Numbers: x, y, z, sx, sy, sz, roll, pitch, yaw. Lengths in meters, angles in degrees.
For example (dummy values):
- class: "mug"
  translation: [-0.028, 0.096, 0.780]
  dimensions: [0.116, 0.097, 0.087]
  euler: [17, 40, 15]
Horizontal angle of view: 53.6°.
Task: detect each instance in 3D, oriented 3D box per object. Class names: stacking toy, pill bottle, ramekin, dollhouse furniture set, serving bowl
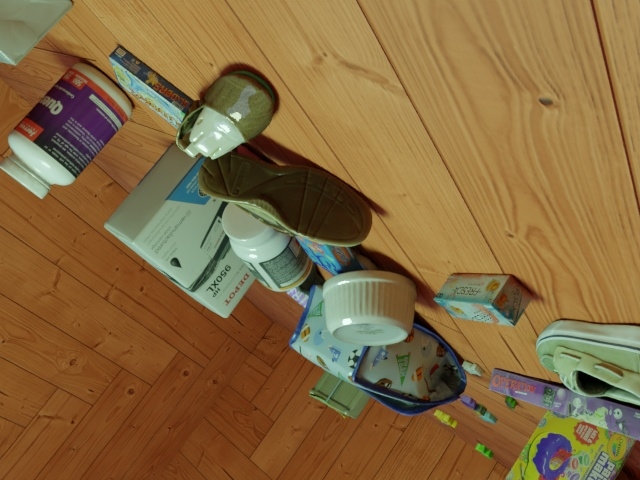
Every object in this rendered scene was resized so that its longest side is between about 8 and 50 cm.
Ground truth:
- class: "stacking toy"
  translation: [0.408, 0.440, 1.646]
  dimensions: [0.221, 0.167, 0.052]
  euler: [42, 161, -23]
- class: "pill bottle"
  translation: [-0.627, -0.265, 1.554]
  dimensions: [0.181, 0.323, 0.181]
  euler: [34, 166, 9]
- class: "pill bottle"
  translation: [-0.128, 0.004, 1.554]
  dimensions: [0.162, 0.162, 0.278]
  euler: [30, 164, 28]
- class: "ramekin"
  translation: [0.105, 0.153, 1.367]
  dimensions: [0.207, 0.109, 0.207]
  euler: [3, 155, 1]
- class: "dollhouse furniture set"
  translation: [0.141, 0.441, 2.042]
  dimensions: [0.197, 0.302, 0.151]
  euler: [17, 154, 49]
- class: "serving bowl"
  translation: [0.105, 0.059, 1.422]
  dimensions: [0.083, 0.027, 0.083]
  euler: [43, 166, 13]

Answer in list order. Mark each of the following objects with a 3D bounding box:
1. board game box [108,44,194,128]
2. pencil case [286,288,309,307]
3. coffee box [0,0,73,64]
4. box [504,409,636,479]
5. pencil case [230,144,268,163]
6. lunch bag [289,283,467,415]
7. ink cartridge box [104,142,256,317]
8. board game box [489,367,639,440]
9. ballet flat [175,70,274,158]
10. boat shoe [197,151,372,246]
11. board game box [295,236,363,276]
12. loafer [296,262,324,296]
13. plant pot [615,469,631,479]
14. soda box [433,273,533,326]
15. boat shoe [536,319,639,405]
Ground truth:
- class: "board game box"
  translation: [-0.339, -0.303, 1.316]
  dimensions: [0.201, 0.035, 0.136]
  euler: [37, 167, 0]
- class: "pencil case"
  translation: [-0.028, 0.186, 2.091]
  dimensions: [0.206, 0.086, 0.088]
  euler: [37, 134, -9]
- class: "coffee box"
  translation: [-0.639, -0.458, 1.270]
  dimensions: [0.297, 0.168, 0.119]
  euler: [23, 161, 48]
- class: "box"
  translation: [0.521, 0.528, 1.395]
  dimensions: [0.177, 0.290, 0.279]
  euler: [31, 165, 26]
- class: "pencil case"
  translation: [-0.130, -0.114, 1.291]
  dimensions: [0.209, 0.098, 0.095]
  euler: [34, 166, 8]
- class: "lunch bag"
  translation: [0.164, 0.303, 1.702]
  dimensions: [0.385, 0.239, 0.327]
  euler: [27, 174, -34]
- class: "ink cartridge box"
  translation: [-0.321, -0.018, 1.697]
  dimensions: [0.166, 0.285, 0.395]
  euler: [24, 162, 42]
- class: "board game box"
  translation: [0.467, 0.278, 1.044]
  dimensions: [0.208, 0.056, 0.347]
  euler: [11, 176, -21]
- class: "ballet flat"
  translation: [-0.182, -0.196, 1.086]
  dimensions: [0.116, 0.124, 0.342]
  euler: [43, 165, -23]
- class: "boat shoe"
  translation: [-0.058, -0.070, 1.175]
  dimensions: [0.341, 0.123, 0.123]
  euler: [17, 171, 17]
- class: "board game box"
  translation: [0.000, 0.000, 1.393]
  dimensions: [0.160, 0.047, 0.210]
  euler: [32, 161, 46]
- class: "loafer"
  translation: [-0.062, 0.105, 1.870]
  dimensions: [0.087, 0.094, 0.251]
  euler: [26, 164, 23]
- class: "plant pot"
  translation: [0.681, 0.674, 1.583]
  dimensions: [0.290, 0.291, 0.204]
  euler: [18, 140, 54]
- class: "soda box"
  translation: [0.268, 0.097, 1.062]
  dimensions: [0.058, 0.063, 0.183]
  euler: [40, 166, -13]
- class: "boat shoe"
  translation: [0.402, 0.183, 0.946]
  dimensions: [0.109, 0.094, 0.302]
  euler: [37, 167, -1]
